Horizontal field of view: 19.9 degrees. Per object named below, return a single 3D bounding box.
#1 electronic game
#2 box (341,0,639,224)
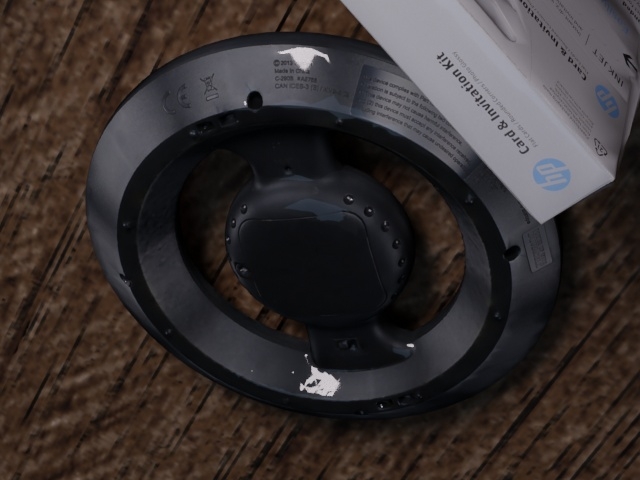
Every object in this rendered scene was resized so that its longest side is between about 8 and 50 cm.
[{"bbox_3d":[0.000,0.000,0.866,0.229,0.048,0.229,8,131,9],"label":"electronic game"},{"bbox_3d":[0.068,-0.112,0.684,0.038,0.186,0.145,-33,107,33],"label":"box"}]
